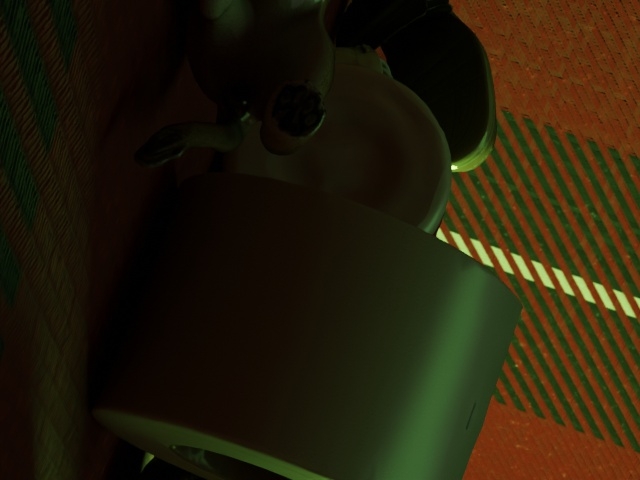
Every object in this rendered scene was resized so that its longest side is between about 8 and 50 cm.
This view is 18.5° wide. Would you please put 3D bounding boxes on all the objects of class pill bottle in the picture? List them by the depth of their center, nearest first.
[{"bbox_3d":[0.000,0.000,1.609,0.318,0.176,0.176,104,7,-67],"label":"pill bottle"}]

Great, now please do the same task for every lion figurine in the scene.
[{"bbox_3d":[0.001,-0.184,1.119,0.392,0.142,0.240,-55,-178,-11],"label":"lion figurine"}]

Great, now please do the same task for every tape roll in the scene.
[{"bbox_3d":[-0.010,0.082,1.302,0.246,0.246,0.169,99,12,-75],"label":"tape roll"}]

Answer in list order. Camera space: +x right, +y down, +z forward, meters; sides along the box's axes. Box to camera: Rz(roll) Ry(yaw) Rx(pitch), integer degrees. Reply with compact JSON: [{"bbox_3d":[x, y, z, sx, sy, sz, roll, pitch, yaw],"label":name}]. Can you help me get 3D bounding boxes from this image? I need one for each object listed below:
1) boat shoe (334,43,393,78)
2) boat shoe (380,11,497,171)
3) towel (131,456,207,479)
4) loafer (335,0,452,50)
[{"bbox_3d":[0.031,-0.148,1.928,0.267,0.088,0.096,65,26,-82],"label":"boat shoe"},{"bbox_3d":[0.136,-0.183,2.175,0.121,0.110,0.341,-30,-139,14],"label":"boat shoe"},{"bbox_3d":[-0.020,0.162,1.629,0.324,0.312,0.056,-32,98,-81],"label":"towel"},{"bbox_3d":[0.107,-0.261,2.120,0.220,0.078,0.080,-40,-152,23],"label":"loafer"}]
